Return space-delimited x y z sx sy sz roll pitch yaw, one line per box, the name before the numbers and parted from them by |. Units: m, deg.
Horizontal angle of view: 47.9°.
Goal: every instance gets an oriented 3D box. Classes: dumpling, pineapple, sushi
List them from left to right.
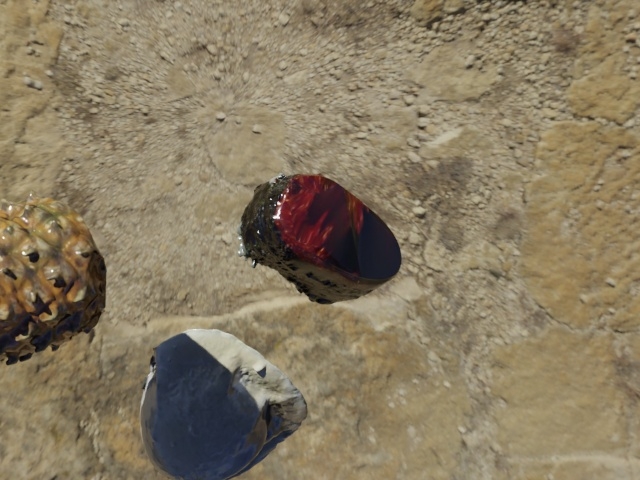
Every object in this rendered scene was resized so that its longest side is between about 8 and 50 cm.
pineapple | -0.340 0.055 0.596 0.310 0.141 0.170 -22 138 -34
dumpling | -0.129 0.234 0.961 0.227 0.243 0.175 1 68 -4
sushi | 0.000 0.000 1.005 0.225 0.126 0.136 30 64 -27
